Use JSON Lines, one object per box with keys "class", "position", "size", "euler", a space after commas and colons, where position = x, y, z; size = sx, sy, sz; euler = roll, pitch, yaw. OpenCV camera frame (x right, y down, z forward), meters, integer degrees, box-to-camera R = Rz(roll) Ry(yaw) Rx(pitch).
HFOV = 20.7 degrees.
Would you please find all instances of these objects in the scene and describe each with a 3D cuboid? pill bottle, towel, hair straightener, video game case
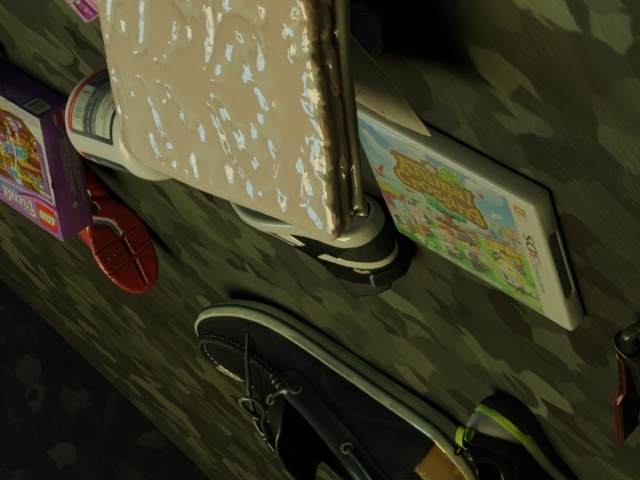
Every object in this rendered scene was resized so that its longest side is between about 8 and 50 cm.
{"class": "pill bottle", "position": [-0.186, -0.121, 1.861], "size": [0.180, 0.108, 0.108], "euler": [20, 152, 53]}
{"class": "towel", "position": [-0.083, -0.190, 1.321], "size": [0.317, 0.053, 0.332], "euler": [23, 126, 49]}
{"class": "hair straightener", "position": [0.297, 0.133, 1.507], "size": [0.089, 0.047, 0.230], "euler": [34, 157, 27]}
{"class": "video game case", "position": [0.127, -0.024, 1.525], "size": [0.212, 0.023, 0.193], "euler": [32, 160, 34]}

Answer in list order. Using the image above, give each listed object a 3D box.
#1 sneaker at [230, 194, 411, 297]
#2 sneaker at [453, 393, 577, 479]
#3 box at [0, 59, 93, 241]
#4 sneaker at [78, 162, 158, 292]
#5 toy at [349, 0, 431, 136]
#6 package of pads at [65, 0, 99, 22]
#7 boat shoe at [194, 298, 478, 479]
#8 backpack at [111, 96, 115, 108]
{"class": "sneaker", "position": [0.000, 0.000, 1.779], "size": [0.217, 0.079, 0.121], "euler": [22, 153, 47]}
{"class": "sneaker", "position": [0.212, 0.265, 1.920], "size": [0.084, 0.097, 0.234], "euler": [20, 152, 54]}
{"class": "box", "position": [-0.427, -0.147, 2.346], "size": [0.293, 0.057, 0.201], "euler": [31, 140, 35]}
{"class": "sneaker", "position": [-0.309, -0.025, 2.471], "size": [0.221, 0.087, 0.128], "euler": [58, 170, -7]}
{"class": "toy", "position": [0.004, -0.171, 1.385], "size": [0.137, 0.056, 0.237], "euler": [47, 169, -33]}
{"class": "package of pads", "position": [-0.234, -0.252, 1.779], "size": [0.050, 0.032, 0.083], "euler": [48, 163, -12]}
{"class": "boat shoe", "position": [-0.014, 0.219, 2.236], "size": [0.500, 0.156, 0.187], "euler": [30, 161, 42]}
{"class": "backpack", "position": [-0.106, -0.142, 1.568], "size": [0.188, 0.144, 0.166], "euler": [52, 167, -17]}
